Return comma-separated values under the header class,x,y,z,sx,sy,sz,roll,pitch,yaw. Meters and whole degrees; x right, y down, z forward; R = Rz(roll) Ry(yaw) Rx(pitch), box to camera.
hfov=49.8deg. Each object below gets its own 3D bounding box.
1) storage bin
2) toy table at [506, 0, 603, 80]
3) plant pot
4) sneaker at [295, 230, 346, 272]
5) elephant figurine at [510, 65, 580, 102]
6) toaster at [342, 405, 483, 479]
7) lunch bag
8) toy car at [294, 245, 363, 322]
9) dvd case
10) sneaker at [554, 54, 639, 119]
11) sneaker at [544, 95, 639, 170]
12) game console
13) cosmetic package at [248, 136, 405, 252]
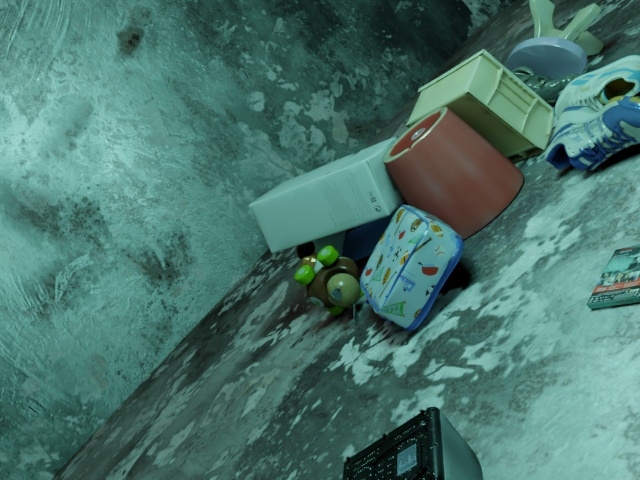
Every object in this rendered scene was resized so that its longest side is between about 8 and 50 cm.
class,x,y,z,sx,sy,sz,roll,pitch,yaw
storage bin,0.394,-0.301,1.708,0.262,0.260,0.123,-20,41,61
toy table,0.644,-0.542,1.891,0.161,0.252,0.274,-60,26,-7
plant pot,0.297,-0.163,1.628,0.275,0.243,0.275,-40,12,10
sneaker,0.000,0.000,1.904,0.290,0.123,0.106,-81,10,-61
elephant figurine,0.561,-0.393,1.877,0.239,0.186,0.169,-31,-30,7
toaster,0.111,0.324,0.857,0.168,0.110,0.186,-39,12,19
lunch bag,0.183,0.057,1.475,0.243,0.114,0.303,-63,8,8
toy car,0.042,0.131,1.697,0.149,0.155,0.188,-41,25,8
dvd case,0.441,0.048,0.988,0.119,0.013,0.087,-51,15,-30
sneaker,0.620,-0.330,1.551,0.228,0.087,0.092,-31,19,51
sneaker,0.547,-0.190,1.321,0.131,0.111,0.296,-61,12,-4
game console,0.150,-0.042,1.916,0.386,0.060,0.342,-26,37,52
cosmetic package,0.032,-0.114,1.796,0.384,0.156,0.217,-17,14,33
